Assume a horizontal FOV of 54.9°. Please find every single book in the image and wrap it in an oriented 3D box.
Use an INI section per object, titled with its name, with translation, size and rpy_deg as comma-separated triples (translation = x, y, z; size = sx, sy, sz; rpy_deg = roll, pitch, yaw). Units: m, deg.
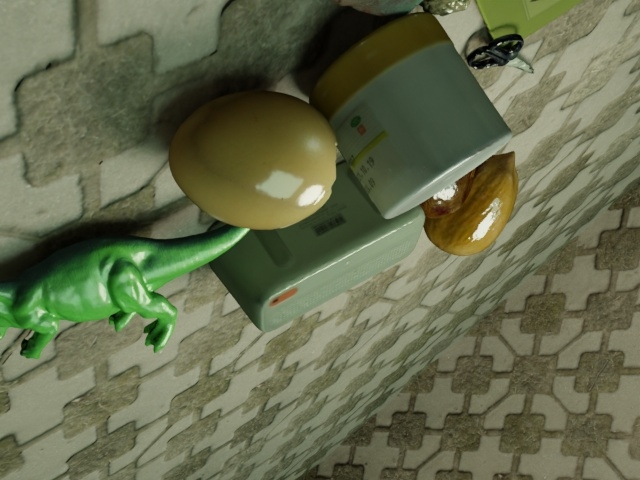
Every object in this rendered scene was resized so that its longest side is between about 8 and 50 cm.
[book]
translation = 0.376, -0.458, 1.046
size = 0.239, 0.035, 0.352
rpy_deg = -32, 162, 18

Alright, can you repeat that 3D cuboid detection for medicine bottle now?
[medicine bottle]
translation = 0.136, -0.187, 0.960
size = 0.237, 0.232, 0.238
rpy_deg = -31, 174, -4

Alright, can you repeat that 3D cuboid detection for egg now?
[egg]
translation = -0.098, -0.117, 0.890
size = 0.244, 0.201, 0.201
rpy_deg = -1, 137, -34

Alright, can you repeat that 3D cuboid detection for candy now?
[candy]
translation = 0.174, -0.386, 0.906
size = 0.110, 0.095, 0.085
rpy_deg = 30, 68, -63

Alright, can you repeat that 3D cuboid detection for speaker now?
[speaker]
translation = 0.000, 0.000, 1.210
size = 0.406, 0.184, 0.183
rpy_deg = -27, 152, -21

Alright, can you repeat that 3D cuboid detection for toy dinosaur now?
[toy dinosaur]
translation = -0.326, -0.004, 0.934
size = 0.500, 0.144, 0.374
rpy_deg = -49, 137, 1

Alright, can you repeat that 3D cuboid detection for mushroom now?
[mushroom]
translation = 0.260, -0.153, 1.263
size = 0.194, 0.138, 0.232
rpy_deg = -62, 155, -63

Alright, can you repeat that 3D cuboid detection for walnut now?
[walnut]
translation = 0.380, -0.098, 1.515
size = 0.298, 0.203, 0.203
rpy_deg = -52, 150, 20

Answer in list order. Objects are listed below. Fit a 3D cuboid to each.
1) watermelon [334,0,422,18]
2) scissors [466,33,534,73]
[watermelon]
translation = 0.035, -0.379, 0.759
size = 0.226, 0.148, 0.318
rpy_deg = -24, 171, 12
[scissors]
translation = 0.392, -0.368, 1.266
size = 0.109, 0.022, 0.300
rpy_deg = -22, 170, 34
